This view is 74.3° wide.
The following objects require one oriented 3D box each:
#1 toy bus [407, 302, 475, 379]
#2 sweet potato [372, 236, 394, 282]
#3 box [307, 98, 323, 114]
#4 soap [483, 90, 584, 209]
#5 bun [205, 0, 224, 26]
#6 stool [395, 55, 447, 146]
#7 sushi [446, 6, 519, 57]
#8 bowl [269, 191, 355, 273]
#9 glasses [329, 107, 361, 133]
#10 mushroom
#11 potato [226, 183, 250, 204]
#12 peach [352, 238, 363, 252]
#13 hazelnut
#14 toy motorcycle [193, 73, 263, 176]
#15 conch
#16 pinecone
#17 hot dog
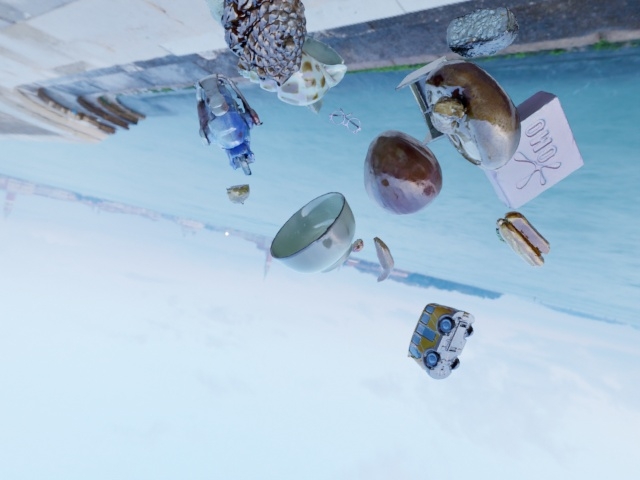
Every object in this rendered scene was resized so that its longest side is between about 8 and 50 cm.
[{"bbox_3d":[0.342,0.284,1.231,0.126,0.209,0.136,19,-176,-40],"label":"toy bus"},{"bbox_3d":[0.255,0.085,1.687,0.078,0.058,0.255,-2,135,12],"label":"sweet potato"},{"bbox_3d":[-0.078,-0.640,1.799,0.159,0.071,0.240,36,-175,9],"label":"box"},{"bbox_3d":[0.688,-0.294,1.418,0.296,0.285,0.107,47,-165,-27],"label":"soap"},{"bbox_3d":[-0.263,-0.804,1.350,0.152,0.259,0.259,-4,173,20],"label":"bun"},{"bbox_3d":[0.436,-0.538,1.627,0.170,0.243,0.270,-19,-159,32],"label":"stool"},{"bbox_3d":[0.550,-0.704,1.438,0.225,0.124,0.127,7,-177,44],"label":"sushi"},{"bbox_3d":[0.000,0.000,1.595,0.185,0.354,0.354,48,163,-24],"label":"bowl"},{"bbox_3d":[0.100,-0.496,1.728,0.140,0.062,0.104,21,-155,-11],"label":"glasses"},{"bbox_3d":[0.364,-0.306,1.022,0.278,0.163,0.297,8,-133,-59],"label":"mushroom"},{"bbox_3d":[-0.360,-0.203,1.894,0.100,0.089,0.172,-12,-169,-5],"label":"potato"},{"bbox_3d":[0.182,0.028,2.071,0.050,0.077,0.083,51,177,-14],"label":"peach"},{"bbox_3d":[0.363,-0.311,1.948,0.421,0.421,0.353,15,148,-42],"label":"hazelnut"},{"bbox_3d":[-0.296,-0.350,1.246,0.241,0.182,0.319,28,-151,-51],"label":"toy motorcycle"},{"bbox_3d":[-0.091,-0.603,1.495,0.368,0.249,0.197,7,159,-39],"label":"conch"},{"bbox_3d":[-0.161,-0.625,1.213,0.242,0.296,0.298,-7,141,-6],"label":"pinecone"},{"bbox_3d":[0.814,-0.010,1.712,0.337,0.135,0.100,33,172,-29],"label":"hot dog"}]
